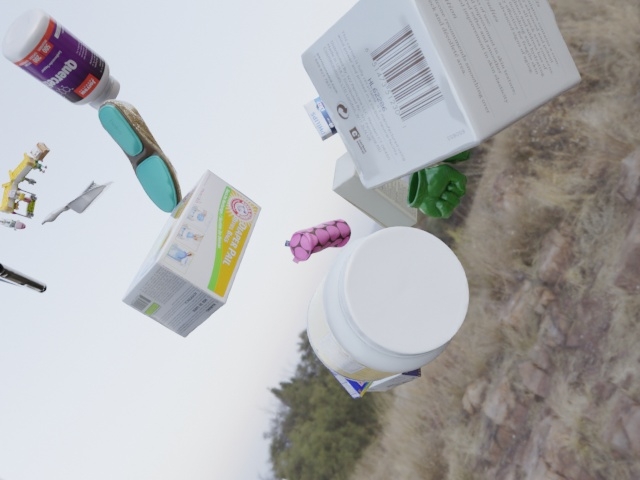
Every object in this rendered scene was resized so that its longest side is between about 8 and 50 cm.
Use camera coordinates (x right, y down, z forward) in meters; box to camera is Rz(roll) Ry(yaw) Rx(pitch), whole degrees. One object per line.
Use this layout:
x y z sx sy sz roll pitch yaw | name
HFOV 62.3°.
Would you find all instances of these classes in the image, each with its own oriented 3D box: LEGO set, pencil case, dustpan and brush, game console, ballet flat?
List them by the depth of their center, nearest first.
-0.285 -0.144 0.883 0.206 0.073 0.067 63 -159 -18 | ballet flat
-0.896 0.050 1.306 0.386 0.341 0.060 135 156 -73 | game console
-0.655 -0.102 1.427 0.211 0.060 0.147 -46 17 -3 | dustpan and brush
0.000 0.000 1.527 0.209 0.095 0.098 -17 -54 -49 | pencil case
-0.918 -0.169 1.678 0.107 0.132 0.287 28 -99 -54 | LEGO set

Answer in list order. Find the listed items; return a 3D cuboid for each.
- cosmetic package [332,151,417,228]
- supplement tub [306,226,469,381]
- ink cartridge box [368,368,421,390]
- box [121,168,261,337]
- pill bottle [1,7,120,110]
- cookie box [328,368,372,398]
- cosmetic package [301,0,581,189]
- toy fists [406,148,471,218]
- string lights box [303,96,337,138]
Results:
0.194 -0.171 1.834 0.113 0.309 0.160 -33 34 40 | cosmetic package
0.109 0.126 0.971 0.331 0.240 0.241 115 180 -69 | supplement tub
0.285 0.496 1.946 0.223 0.045 0.223 -30 -27 20 | ink cartridge box
-0.177 0.014 0.759 0.114 0.103 0.203 -39 24 36 | box
-0.792 -0.547 1.649 0.323 0.181 0.182 37 -107 -51 | pill bottle
0.080 0.300 1.250 0.092 0.107 0.040 -42 2 -32 | cookie box
0.247 -0.355 1.095 0.393 0.330 0.327 -30 6 -33 | cosmetic package
0.322 -0.198 1.382 0.096 0.142 0.280 180 99 -76 | toy fists
0.086 -0.476 1.868 0.259 0.134 0.077 -29 -3 5 | string lights box
